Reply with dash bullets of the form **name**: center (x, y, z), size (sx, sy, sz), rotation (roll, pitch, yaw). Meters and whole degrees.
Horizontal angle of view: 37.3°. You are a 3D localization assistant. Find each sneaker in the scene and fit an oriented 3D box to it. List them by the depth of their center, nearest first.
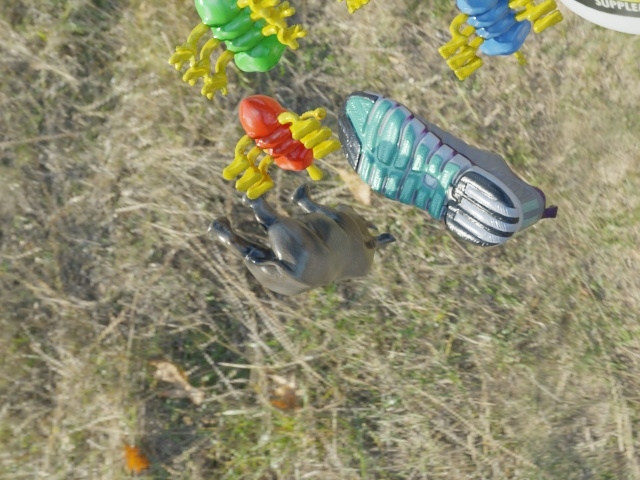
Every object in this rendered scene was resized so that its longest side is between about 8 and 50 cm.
- **sneaker**: center (0.113, -0.069, 0.889), size (0.224, 0.098, 0.083), rotation (42, 124, 32)

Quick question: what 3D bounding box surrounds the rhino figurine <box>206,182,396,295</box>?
- **rhino figurine**: center (0.000, 0.000, 0.930), size (0.106, 0.243, 0.073), rotation (42, 112, 19)

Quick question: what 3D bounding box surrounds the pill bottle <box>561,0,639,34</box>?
- **pill bottle**: center (0.173, -0.277, 0.496), size (0.188, 0.334, 0.187), rotation (-12, 59, 21)

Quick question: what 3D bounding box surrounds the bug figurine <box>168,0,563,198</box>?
- **bug figurine**: center (0.024, -0.149, 0.702), size (0.279, 0.216, 0.072), rotation (-27, 51, 16)
